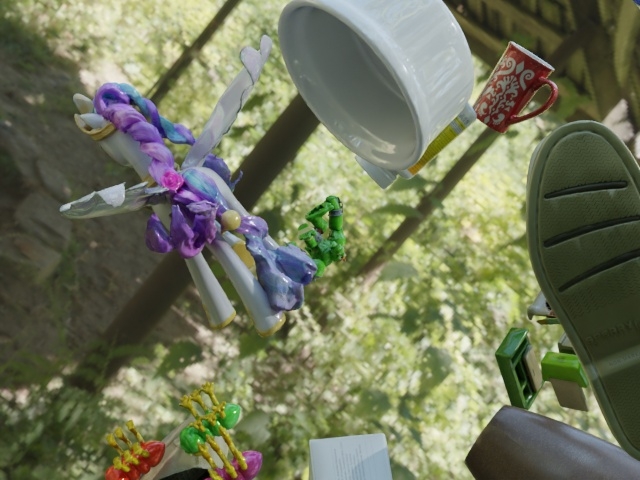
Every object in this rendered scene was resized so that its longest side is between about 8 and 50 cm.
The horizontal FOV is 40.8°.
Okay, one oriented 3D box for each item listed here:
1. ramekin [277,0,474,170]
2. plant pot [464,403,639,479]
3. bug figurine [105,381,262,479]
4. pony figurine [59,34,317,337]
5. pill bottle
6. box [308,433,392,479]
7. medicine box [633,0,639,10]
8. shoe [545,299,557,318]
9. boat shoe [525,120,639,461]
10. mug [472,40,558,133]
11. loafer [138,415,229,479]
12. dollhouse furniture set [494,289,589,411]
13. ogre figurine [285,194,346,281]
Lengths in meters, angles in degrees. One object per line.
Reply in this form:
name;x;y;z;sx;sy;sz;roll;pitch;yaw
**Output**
ramekin;0.081;-0.246;1.195;0.277;0.135;0.277;43;-19;18
plant pot;0.330;0.346;1.231;0.230;0.215;0.215;35;6;21
bug figurine;-0.176;0.291;1.052;0.072;0.216;0.279;57;-6;-24
pony figurine;-0.159;-0.054;1.049;0.363;0.303;0.351;54;-22;-14
pill bottle;0.167;-0.193;1.556;0.117;0.215;0.117;46;9;-10
box;0.047;0.414;1.312;0.181;0.119;0.182;93;-9;-55
medicine box;0.714;-0.470;1.502;0.149;0.289;0.263;42;18;27
shoe;0.395;0.105;1.363;0.178;0.081;0.063;78;10;-55
boat shoe;0.252;0.041;0.766;0.103;0.113;0.302;-44;118;-76
mug;0.406;-0.313;1.821;0.113;0.169;0.150;22;23;-26
loafer;-0.227;0.354;1.181;0.102;0.268;0.092;34;15;-25
dollhouse furniture set;0.529;0.206;1.801;0.198;0.301;0.151;3;-51;42
ogre figurine;0.000;0.000;1.869;0.197;0.097;0.118;-72;143;-51
